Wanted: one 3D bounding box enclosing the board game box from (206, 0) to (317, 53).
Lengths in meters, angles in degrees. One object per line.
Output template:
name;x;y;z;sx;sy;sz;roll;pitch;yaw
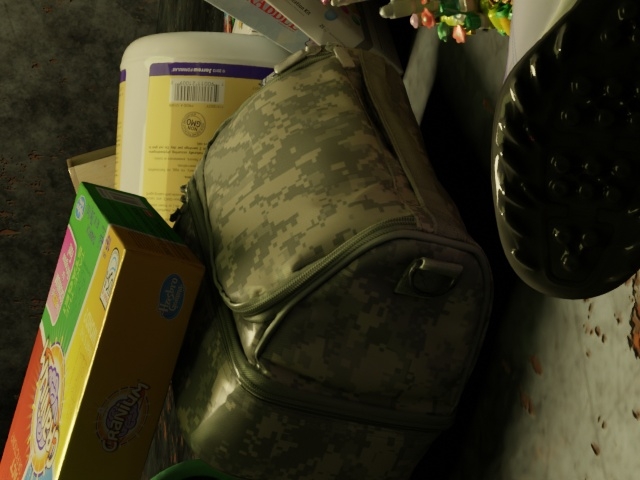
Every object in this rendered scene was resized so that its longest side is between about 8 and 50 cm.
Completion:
board game box;-0.122;-0.348;1.147;0.066;0.318;0.318;-41;54;22

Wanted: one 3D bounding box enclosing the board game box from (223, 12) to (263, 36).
board game box;-0.093;-0.424;1.648;0.193;0.053;0.305;168;105;-74

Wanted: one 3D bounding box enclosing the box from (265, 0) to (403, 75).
box;-0.007;-0.237;1.054;0.038;0.186;0.145;-38;40;24

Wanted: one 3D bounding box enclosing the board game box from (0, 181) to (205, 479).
board game box;-0.196;0.130;0.955;0.242;0.064;0.316;36;110;66

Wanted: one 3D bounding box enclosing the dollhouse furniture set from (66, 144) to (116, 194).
dollhouse furniture set;-0.273;0.012;2.059;0.362;0.256;0.394;-143;37;-73

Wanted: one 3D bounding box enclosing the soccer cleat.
soccer cleat;0.150;-0.129;0.615;0.116;0.109;0.318;-43;-44;-82

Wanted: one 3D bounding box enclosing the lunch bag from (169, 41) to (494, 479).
lunch bag;0.007;0.011;0.915;0.256;0.212;0.305;-59;28;27

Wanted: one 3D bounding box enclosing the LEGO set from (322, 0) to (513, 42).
LEGO set;0.063;-0.204;0.833;0.132;0.107;0.287;96;156;-49

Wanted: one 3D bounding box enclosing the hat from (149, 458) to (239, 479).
hat;-0.199;0.334;1.490;0.183;0.173;0.208;33;156;55

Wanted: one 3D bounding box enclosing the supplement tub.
supplement tub;-0.110;-0.049;1.272;0.241;0.241;0.331;-176;89;-75
